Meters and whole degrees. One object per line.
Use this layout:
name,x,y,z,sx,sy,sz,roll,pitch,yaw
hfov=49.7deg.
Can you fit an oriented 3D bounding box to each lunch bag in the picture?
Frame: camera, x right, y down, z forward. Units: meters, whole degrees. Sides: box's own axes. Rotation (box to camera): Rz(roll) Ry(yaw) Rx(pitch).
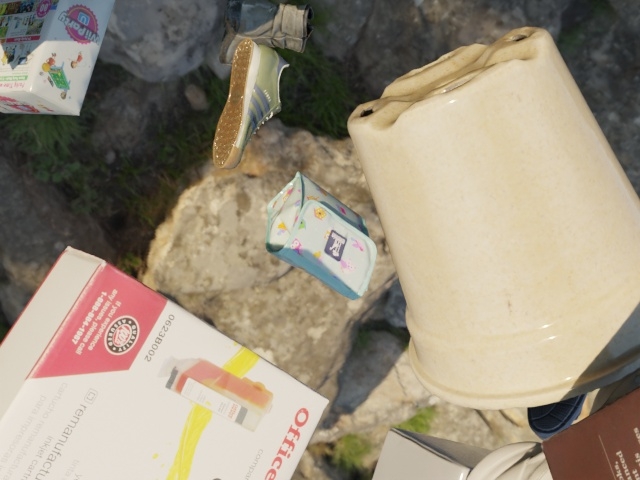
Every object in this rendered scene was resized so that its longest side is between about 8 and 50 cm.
lunch bag,0.000,0.000,1.536,0.223,0.262,0.160,35,112,-23

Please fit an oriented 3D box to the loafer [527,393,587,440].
loafer,0.498,0.282,1.396,0.095,0.109,0.302,60,45,-35

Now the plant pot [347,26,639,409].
plant pot,0.192,-0.045,0.751,0.334,0.305,0.334,-25,-162,9

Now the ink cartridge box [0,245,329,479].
ink cartridge box,-0.212,0.228,0.869,0.385,0.160,0.279,39,72,-33

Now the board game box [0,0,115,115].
board game box,-0.453,-0.364,1.130,0.097,0.224,0.303,26,77,-53

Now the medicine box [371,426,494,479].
medicine box,0.191,0.397,0.837,0.289,0.149,0.263,21,85,-29

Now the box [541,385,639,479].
box,0.288,0.158,0.400,0.143,0.191,0.381,-5,153,-13

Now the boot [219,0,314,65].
boot,-0.104,-0.382,1.312,0.246,0.161,0.083,137,-34,-75

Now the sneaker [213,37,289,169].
sneaker,-0.095,-0.194,1.028,0.086,0.064,0.192,8,98,-41

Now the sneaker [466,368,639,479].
sneaker,0.291,0.218,0.659,0.305,0.114,0.152,-32,-169,-5
